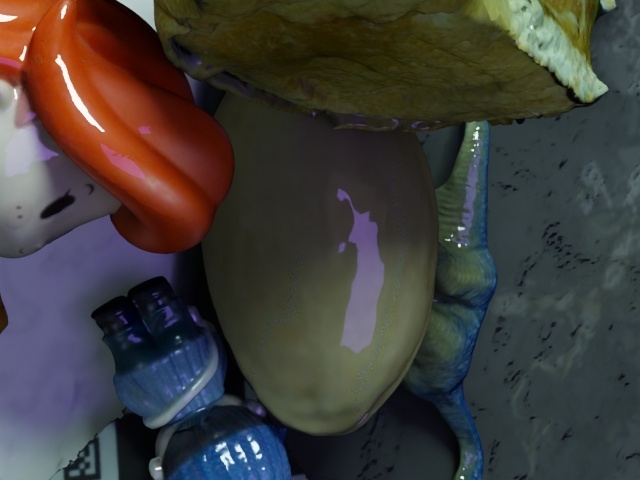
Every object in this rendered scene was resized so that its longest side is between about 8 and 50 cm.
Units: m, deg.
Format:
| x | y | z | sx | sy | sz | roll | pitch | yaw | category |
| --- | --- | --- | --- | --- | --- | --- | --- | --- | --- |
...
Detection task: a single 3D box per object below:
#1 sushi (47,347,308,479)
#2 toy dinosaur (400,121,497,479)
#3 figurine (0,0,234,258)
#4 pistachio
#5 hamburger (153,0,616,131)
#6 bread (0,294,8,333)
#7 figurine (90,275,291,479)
| x | y | z | sx | sy | sz | roll | pitch | yaw | category |
| --- | --- | --- | --- | --- | --- | --- | --- | --- | --- |
| -0.095 | 0.208 | 0.842 | 0.231 | 0.047 | 0.219 | -43 | 111 | -35 | sushi |
| 0.097 | 0.040 | 0.938 | 0.188 | 0.075 | 0.247 | 30 | 80 | -43 | toy dinosaur |
| -0.188 | -0.048 | 0.644 | 0.257 | 0.208 | 0.181 | -28 | 139 | -18 | figurine |
| 0.000 | 0.000 | 0.807 | 0.136 | 0.136 | 0.226 | -3 | 87 | -32 | pistachio |
| 0.012 | -0.133 | 0.657 | 0.309 | 0.211 | 0.132 | 16 | 76 | -64 | hamburger |
| -0.223 | 0.055 | 0.718 | 0.132 | 0.074 | 0.053 | -37 | 130 | -18 | bread |
| -0.068 | 0.093 | 0.800 | 0.086 | 0.087 | 0.149 | -29 | 99 | -19 | figurine |
